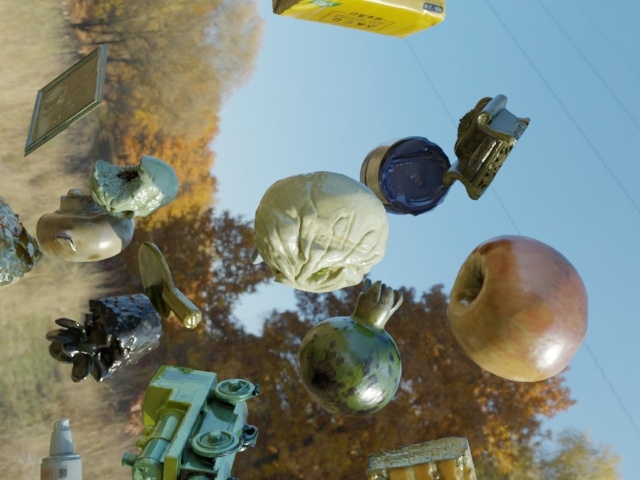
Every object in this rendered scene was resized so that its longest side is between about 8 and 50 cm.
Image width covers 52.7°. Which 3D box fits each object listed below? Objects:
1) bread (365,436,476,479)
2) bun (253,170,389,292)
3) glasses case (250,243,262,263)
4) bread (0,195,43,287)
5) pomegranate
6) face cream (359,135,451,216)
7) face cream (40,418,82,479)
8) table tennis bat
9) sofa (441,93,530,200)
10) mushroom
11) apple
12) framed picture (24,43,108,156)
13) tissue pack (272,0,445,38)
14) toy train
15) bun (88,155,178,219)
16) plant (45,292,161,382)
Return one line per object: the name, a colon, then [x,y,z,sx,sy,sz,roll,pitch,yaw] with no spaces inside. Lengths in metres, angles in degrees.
bread: [0.242,0.574,1.467,0.111,0.239,0.246,-84,160,-73]
bun: [0.000,0.000,1.045,0.229,0.229,0.145,104,-12,-56]
glasses case: [-0.201,0.029,2.269,0.045,0.067,0.178,54,-32,14]
bread: [-0.770,-0.025,1.260,0.371,0.279,0.390,58,-12,-12]
pomegranate: [0.095,0.249,1.455,0.242,0.306,0.242,41,-12,11]
face cream: [0.267,-0.201,2.040,0.225,0.249,0.249,-150,-129,-78]
face cream: [-0.661,0.585,1.647,0.101,0.101,0.251,123,-38,-67]
table tennis bat: [-0.382,0.122,1.609,0.321,0.050,0.198,36,-47,46]
sofa: [0.447,-0.272,1.836,0.182,0.200,0.258,33,-52,10]
mushroom: [-0.603,-0.037,1.665,0.255,0.255,0.184,-140,-124,-66]
apple: [0.551,0.192,1.797,0.391,0.347,0.391,-157,-90,-83]
framed picture: [-0.601,-0.342,1.525,0.019,0.232,0.296,49,16,-41]
tissue pack: [0.094,-0.664,1.523,0.228,0.382,0.293,2,-88,62]
toy train: [-0.246,0.371,1.224,0.369,0.237,0.150,-80,176,-77]
bun: [-0.455,-0.120,1.561,0.213,0.204,0.126,-19,-116,33]
plant: [-0.584,0.256,1.751,0.199,0.276,0.188,46,-42,29]
